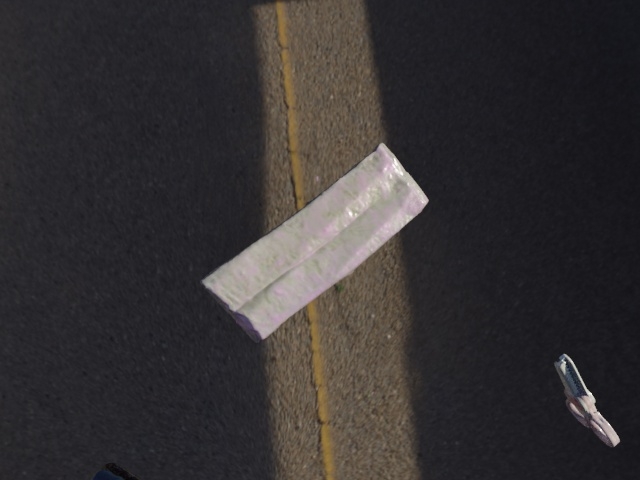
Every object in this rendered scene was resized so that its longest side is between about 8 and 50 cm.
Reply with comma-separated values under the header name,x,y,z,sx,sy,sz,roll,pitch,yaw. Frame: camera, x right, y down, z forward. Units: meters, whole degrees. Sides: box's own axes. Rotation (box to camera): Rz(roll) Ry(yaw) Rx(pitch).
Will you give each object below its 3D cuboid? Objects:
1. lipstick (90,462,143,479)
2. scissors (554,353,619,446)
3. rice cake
name,x,y,z,sx,sy,sz,roll,pitch,yaw
lipstick,-0.257,0.460,1.106,0.300,0.081,0.081,23,68,28
scissors,0.472,0.286,1.243,0.030,0.242,0.118,-39,36,-5
rice cake,0.000,0.002,0.841,0.298,0.050,0.106,-39,91,-19
